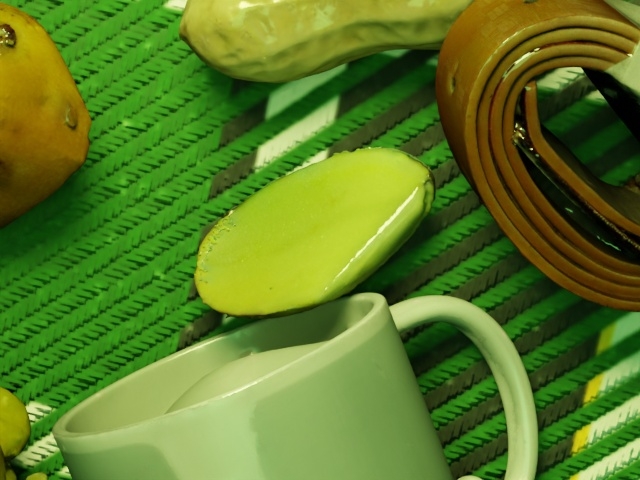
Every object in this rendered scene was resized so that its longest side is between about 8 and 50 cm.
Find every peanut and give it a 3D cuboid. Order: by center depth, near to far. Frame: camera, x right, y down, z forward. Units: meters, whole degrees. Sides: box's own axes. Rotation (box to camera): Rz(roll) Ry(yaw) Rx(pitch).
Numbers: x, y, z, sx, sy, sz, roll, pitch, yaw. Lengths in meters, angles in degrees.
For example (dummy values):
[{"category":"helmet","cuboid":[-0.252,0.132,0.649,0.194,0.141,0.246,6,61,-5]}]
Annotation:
[{"category":"peanut","cuboid":[0.029,-0.178,1.121,0.275,0.125,0.111,-14,96,5]}]

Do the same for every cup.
[{"category":"cup","cuboid":[0.017,0.193,1.131,0.357,0.259,0.274,-23,97,-25]}]

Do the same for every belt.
[{"category":"belt","cuboid":[0.197,-0.070,1.097,0.261,0.105,0.184,39,100,-24]}]

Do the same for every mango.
[{"category":"mango","cuboid":[-0.299,-0.091,1.147,0.236,0.166,0.136,-34,50,27]}]

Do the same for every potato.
[{"category":"potato","cuboid":[0.000,0.000,1.173,0.198,0.054,0.119,-36,52,3]}]

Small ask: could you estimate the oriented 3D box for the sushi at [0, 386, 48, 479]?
[{"category":"sushi","cuboid":[-0.371,0.191,1.103,0.285,0.329,0.327,-10,92,11]}]
